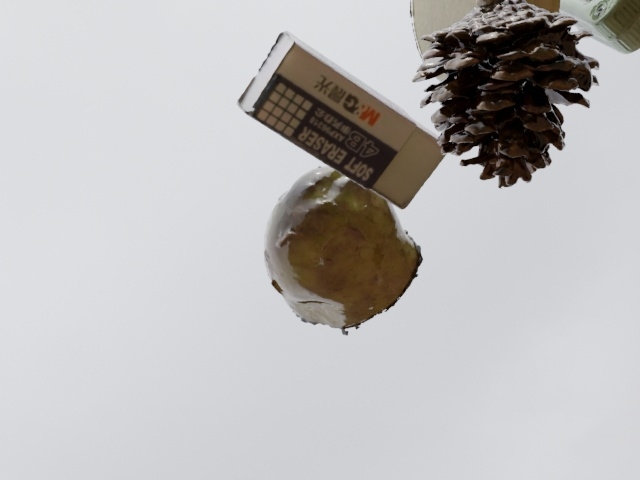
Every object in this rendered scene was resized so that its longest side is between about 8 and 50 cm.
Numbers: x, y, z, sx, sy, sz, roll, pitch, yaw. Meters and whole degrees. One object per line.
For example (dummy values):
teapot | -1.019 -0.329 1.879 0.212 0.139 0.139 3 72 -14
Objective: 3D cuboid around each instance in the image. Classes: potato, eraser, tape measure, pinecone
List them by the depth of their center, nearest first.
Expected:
pinecone | 0.163 -0.132 0.707 0.174 0.173 0.173 -17 -58 -28
eraser | 0.035 -0.168 1.151 0.287 0.086 0.130 31 -77 -24
tape measure | 0.475 -0.411 1.249 0.115 0.235 0.207 32 -71 -18
potato | 0.000 0.000 1.459 0.237 0.301 0.288 35 -102 -50

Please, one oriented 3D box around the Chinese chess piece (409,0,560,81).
Chinese chess piece | 0.218 -0.328 1.088 0.097 0.251 0.250 -10 -61 -21
